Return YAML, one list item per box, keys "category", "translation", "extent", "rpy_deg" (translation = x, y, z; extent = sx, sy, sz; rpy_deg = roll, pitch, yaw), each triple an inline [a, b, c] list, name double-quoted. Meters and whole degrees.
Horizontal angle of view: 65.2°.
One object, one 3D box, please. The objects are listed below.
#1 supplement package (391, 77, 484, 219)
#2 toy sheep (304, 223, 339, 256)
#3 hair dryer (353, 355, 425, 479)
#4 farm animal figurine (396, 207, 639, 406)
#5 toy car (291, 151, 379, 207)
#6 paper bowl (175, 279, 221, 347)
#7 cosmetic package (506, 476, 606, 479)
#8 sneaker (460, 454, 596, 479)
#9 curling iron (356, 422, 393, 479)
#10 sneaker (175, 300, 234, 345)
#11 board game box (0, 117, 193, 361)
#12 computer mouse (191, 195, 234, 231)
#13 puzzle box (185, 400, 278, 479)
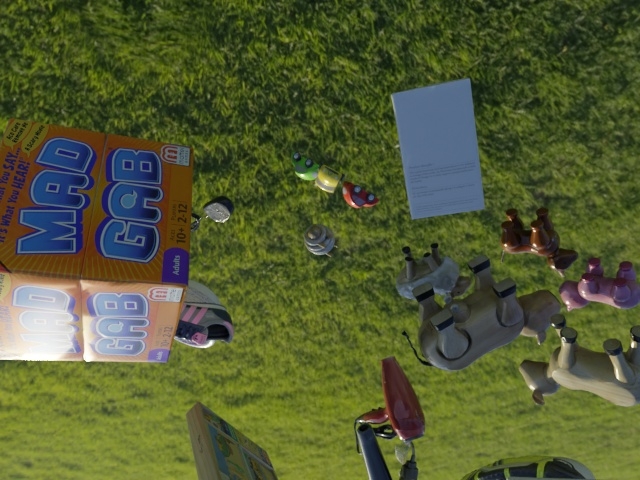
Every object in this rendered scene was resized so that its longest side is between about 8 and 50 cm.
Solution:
- category: "supplement package"
  translation: [0.171, -0.133, 0.725]
  extent: [0.105, 0.105, 0.179]
  rpy_deg: [-7, 102, 15]
- category: "toy sheep"
  translation: [0.000, 0.000, 1.369]
  extent: [0.091, 0.091, 0.132]
  rpy_deg: [-18, 148, 7]
- category: "hair dryer"
  translation: [0.152, 0.419, 1.196]
  extent: [0.080, 0.224, 0.293]
  rpy_deg: [1, 103, -42]
- category: "farm animal figurine"
  translation: [0.288, 0.120, 0.742]
  extent: [0.327, 0.330, 0.172]
  rpy_deg: [-17, 123, 13]
- category: "toy car"
  translation: [0.007, -0.152, 1.221]
  extent: [0.239, 0.225, 0.053]
  rpy_deg: [23, 97, -56]
- category: "paper bowl"
  translation: [-0.477, 0.251, 1.816]
  extent: [0.285, 0.148, 0.284]
  rpy_deg: [17, 141, 14]
- category: "cosmetic package"
  translation: [0.289, 0.321, 0.615]
  extent: [0.115, 0.041, 0.060]
  rpy_deg: [-4, 138, 12]
- category: "sneaker"
  translation: [0.325, 0.448, 0.891]
  extent: [0.147, 0.145, 0.384]
  rpy_deg: [-28, 162, -42]
- category: "curling iron"
  translation: [0.091, 0.322, 0.601]
  extent: [0.035, 0.068, 0.273]
  rpy_deg: [-9, 117, 33]
- category: "sneaker"
  translation: [-0.410, 0.262, 1.534]
  extent: [0.319, 0.131, 0.112]
  rpy_deg: [3, 124, -37]
- category: "board game box"
  translation: [-0.477, 0.020, 1.061]
  extent: [0.357, 0.356, 0.356]
  rpy_deg: [7, 142, -20]
- category: "computer mouse"
  translation: [-0.326, -0.078, 1.455]
  extent: [0.242, 0.041, 0.071]
  rpy_deg: [-18, 125, 43]
- category: "puzzle box"
  translation: [-0.187, 0.566, 1.197]
  extent: [0.052, 0.409, 0.272]
  rpy_deg: [-46, 112, -7]
